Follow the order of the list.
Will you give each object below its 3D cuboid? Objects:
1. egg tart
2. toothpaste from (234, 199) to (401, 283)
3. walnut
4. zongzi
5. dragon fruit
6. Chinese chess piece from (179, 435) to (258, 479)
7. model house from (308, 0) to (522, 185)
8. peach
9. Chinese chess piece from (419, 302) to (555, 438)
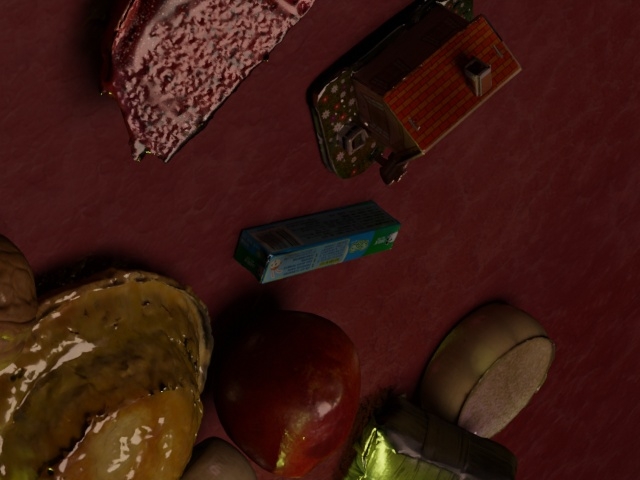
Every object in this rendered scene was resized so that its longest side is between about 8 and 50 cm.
[{"bbox_3d":[-0.280,0.239,1.659,0.443,0.178,0.443,-32,142,-30],"label":"egg tart"},{"bbox_3d":[0.000,0.000,1.877,0.266,0.065,0.050,-14,132,-45],"label":"toothpaste"},{"bbox_3d":[-0.380,0.061,1.375,0.207,0.167,0.167,8,115,-55],"label":"walnut"},{"bbox_3d":[0.168,0.442,2.381,0.300,0.286,0.138,-59,-171,26],"label":"zongzi"},{"bbox_3d":[-0.139,-0.210,1.433,0.262,0.163,0.189,-49,177,2],"label":"dragon fruit"},{"bbox_3d":[-0.202,0.385,1.865,0.257,0.104,0.257,-41,-178,2],"label":"Chinese chess piece"},{"bbox_3d":[0.150,-0.186,1.801,0.294,0.154,0.207,-40,145,-19],"label":"model house"},{"bbox_3d":[-0.046,0.213,1.870,0.199,0.243,0.243,2,124,-21],"label":"peach"},{"bbox_3d":[0.304,0.244,2.457,0.270,0.112,0.270,-31,143,-27],"label":"Chinese chess piece"}]
